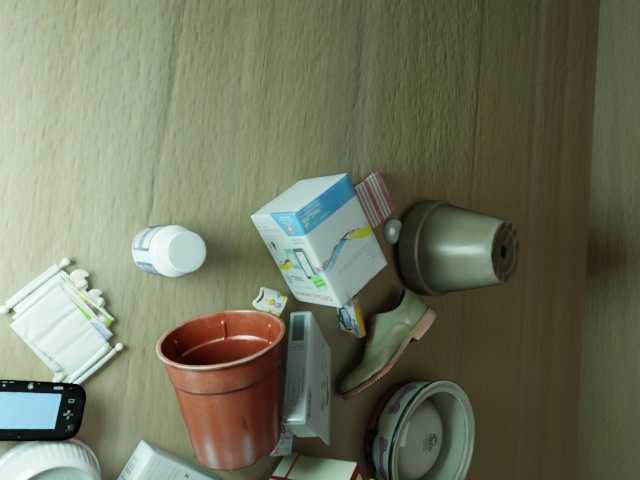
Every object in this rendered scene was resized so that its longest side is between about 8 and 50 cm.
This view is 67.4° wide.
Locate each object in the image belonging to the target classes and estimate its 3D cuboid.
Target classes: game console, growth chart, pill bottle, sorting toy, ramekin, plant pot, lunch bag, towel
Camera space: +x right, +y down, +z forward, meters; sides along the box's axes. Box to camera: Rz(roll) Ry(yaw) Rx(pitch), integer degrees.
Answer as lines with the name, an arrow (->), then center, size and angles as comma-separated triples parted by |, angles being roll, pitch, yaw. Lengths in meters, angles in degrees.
game console -> -0.606, 0.280, 0.840 | 0.361, 0.043, 0.214 | 16, 81, -34
growth chart -> -0.499, 0.169, 0.950 | 0.172, 0.021, 0.238 | -38, 113, -32
pill bottle -> -0.311, 0.022, 0.995 | 0.107, 0.180, 0.108 | -1, 92, -38
sorting toy -> -0.132, 0.159, 1.234 | 0.075, 0.045, 0.083 | 31, 71, -14
ramekin -> -0.510, 0.480, 0.890 | 0.207, 0.109, 0.208 | 0, 90, -38
plant pot -> 0.453, 0.030, 1.521 | 0.322, 0.280, 0.324 | -3, 94, -42
plant pot -> -0.200, 0.326, 1.055 | 0.272, 0.272, 0.266 | -16, 109, -37
lunch bag -> -0.110, 0.511, 1.244 | 0.071, 0.053, 0.084 | 20, 70, -38
towel -> 0.136, -0.103, 1.447 | 0.197, 0.029, 0.144 | -39, 113, -29

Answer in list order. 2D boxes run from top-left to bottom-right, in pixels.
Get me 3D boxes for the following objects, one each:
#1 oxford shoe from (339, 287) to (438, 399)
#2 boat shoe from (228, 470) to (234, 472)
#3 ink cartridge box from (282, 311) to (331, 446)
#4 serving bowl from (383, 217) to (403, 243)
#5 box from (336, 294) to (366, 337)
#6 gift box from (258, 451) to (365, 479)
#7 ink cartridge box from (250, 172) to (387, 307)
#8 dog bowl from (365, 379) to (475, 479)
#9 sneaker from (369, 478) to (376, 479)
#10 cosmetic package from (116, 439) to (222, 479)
oxford shoe -> 0.178, 0.308, 1.446 | 0.397, 0.140, 0.146 | -41, 84, -26
boat shoe -> -0.242, 0.512, 1.140 | 0.135, 0.050, 0.045 | 46, 59, -29
ink cartridge box -> -0.027, 0.355, 1.219 | 0.239, 0.060, 0.275 | 69, 19, -52
serving bowl -> 0.238, -0.030, 1.526 | 0.083, 0.027, 0.084 | 0, 90, -38
box -> 0.082, 0.207, 1.372 | 0.028, 0.081, 0.136 | -22, 104, -35
gift box -> -0.011, 0.698, 1.203 | 0.276, 0.257, 0.255 | -41, 117, -55
ink cartridge box -> 0.000, 0.000, 1.230 | 0.197, 0.198, 0.270 | -40, 113, -32
dog bowl -> 0.310, 0.631, 1.517 | 0.407, 0.150, 0.409 | 0, 90, -39
sneaker -> 0.157, 0.691, 1.151 | 0.084, 0.083, 0.215 | -5, 88, -60
cosmetic package -> -0.323, 0.547, 1.055 | 0.231, 0.085, 0.118 | 42, 67, -30
